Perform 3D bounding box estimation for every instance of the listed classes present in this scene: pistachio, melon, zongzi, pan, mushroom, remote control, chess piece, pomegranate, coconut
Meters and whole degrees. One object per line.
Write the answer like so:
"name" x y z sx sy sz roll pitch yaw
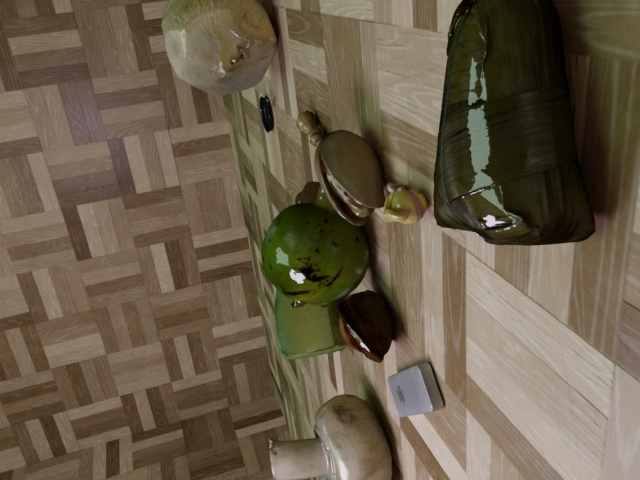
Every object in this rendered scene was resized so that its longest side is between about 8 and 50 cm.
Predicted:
"pistachio" 0.059 -0.137 1.260 0.143 0.144 0.215 99 155 -57
"melon" -0.008 0.167 1.790 0.226 0.331 0.343 -20 73 39
"zongzi" 0.191 -0.132 0.752 0.300 0.139 0.285 -176 76 -78
"pan" -0.194 -0.478 2.204 0.235 0.028 0.136 139 116 -78
"pistachio" 0.112 0.202 1.409 0.130 0.165 0.210 -51 25 23
"mushroom" 0.025 0.606 1.701 0.314 0.337 0.314 174 90 -81
"remote control" 0.206 0.336 1.340 0.250 0.034 0.103 115 140 -68
"chess piece" -0.012 -0.280 1.606 0.172 0.060 0.060 -120 22 -44
"pomegranate" 0.000 0.000 1.454 0.260 0.261 0.340 -132 56 -64
"coconut" -0.307 -0.625 1.879 0.346 0.347 0.360 98 156 -57

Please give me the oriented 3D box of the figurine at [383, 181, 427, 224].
"figurine" 0.146 -0.070 1.133 0.187 0.083 0.083 -112 13 -71

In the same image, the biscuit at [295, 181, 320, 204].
"biscuit" -0.035 -0.003 1.639 0.183 0.047 0.319 37 105 20
